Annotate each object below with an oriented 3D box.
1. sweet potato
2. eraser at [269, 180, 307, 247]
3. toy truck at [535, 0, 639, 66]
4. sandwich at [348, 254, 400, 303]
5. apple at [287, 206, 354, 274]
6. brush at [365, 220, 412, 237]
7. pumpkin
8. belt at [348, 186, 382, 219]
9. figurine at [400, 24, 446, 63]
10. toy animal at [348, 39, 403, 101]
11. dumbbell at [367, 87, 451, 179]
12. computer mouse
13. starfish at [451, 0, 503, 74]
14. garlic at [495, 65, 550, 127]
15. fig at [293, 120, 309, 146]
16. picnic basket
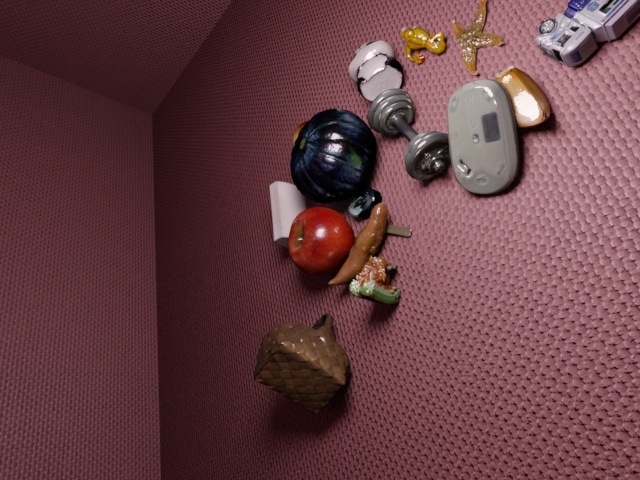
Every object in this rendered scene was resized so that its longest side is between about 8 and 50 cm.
[{"bbox_3d":[0.159,0.030,1.582,0.354,0.106,0.095,-60,25,15],"label":"sweet potato"},{"bbox_3d":[-0.129,-0.107,1.883,0.095,0.174,0.269,-26,60,38],"label":"eraser"},{"bbox_3d":[0.718,-0.586,1.146,0.268,0.125,0.155,-49,52,24],"label":"toy truck"},{"bbox_3d":[0.190,0.126,1.465,0.109,0.185,0.159,9,89,41],"label":"sandwich"},{"bbox_3d":[0.000,0.000,1.677,0.261,0.217,0.260,-20,65,50],"label":"apple"},{"bbox_3d":[0.245,-0.039,1.573,0.191,0.028,0.034,12,91,41],"label":"brush"},{"bbox_3d":[0.043,-0.315,1.671,0.363,0.266,0.362,-33,48,47],"label":"pumpkin"},{"bbox_3d":[0.166,-0.142,1.660,0.140,0.058,0.105,-43,47,32],"label":"belt"},{"bbox_3d":[0.372,-0.700,1.592,0.176,0.122,0.122,34,133,37],"label":"figurine"},{"bbox_3d":[0.207,-0.658,1.687,0.187,0.165,0.234,-31,56,23],"label":"toy animal"},{"bbox_3d":[0.300,-0.364,1.492,0.179,0.179,0.406,-50,48,25],"label":"dumbbell"},{"bbox_3d":[0.474,-0.298,1.290,0.197,0.095,0.330,-2,101,40],"label":"computer mouse"},{"bbox_3d":[0.518,-0.664,1.445,0.138,0.050,0.247,-29,66,38],"label":"starfish"},{"bbox_3d":[0.582,-0.391,1.249,0.206,0.115,0.128,62,157,26],"label":"garlic"},{"bbox_3d":[-0.047,-0.386,1.925,0.159,0.159,0.256,46,132,44],"label":"fig"},{"bbox_3d":[-0.045,0.408,1.607,0.293,0.338,0.337,-55,45,30],"label":"picnic basket"}]
